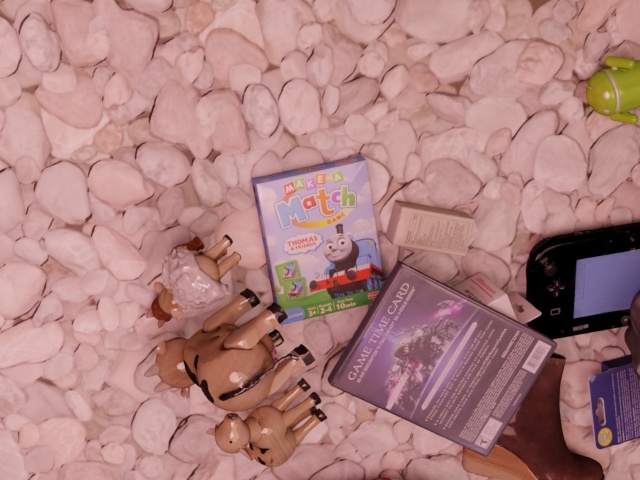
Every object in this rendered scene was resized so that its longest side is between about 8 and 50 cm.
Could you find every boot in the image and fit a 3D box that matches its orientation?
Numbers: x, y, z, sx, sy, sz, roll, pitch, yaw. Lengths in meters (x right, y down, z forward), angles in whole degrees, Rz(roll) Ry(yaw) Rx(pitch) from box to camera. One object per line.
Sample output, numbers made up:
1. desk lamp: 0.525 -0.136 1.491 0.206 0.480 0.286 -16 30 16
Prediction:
1. boot: 0.347 0.276 1.847 0.248 0.090 0.207 12 105 -14

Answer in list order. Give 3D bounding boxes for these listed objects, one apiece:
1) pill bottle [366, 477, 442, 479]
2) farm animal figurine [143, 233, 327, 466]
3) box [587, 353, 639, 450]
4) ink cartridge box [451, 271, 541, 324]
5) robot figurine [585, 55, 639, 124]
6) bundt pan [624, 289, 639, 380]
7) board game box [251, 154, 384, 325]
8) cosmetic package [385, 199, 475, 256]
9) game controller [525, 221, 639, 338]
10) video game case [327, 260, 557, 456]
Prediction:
1. pill bottle: 0.056 0.435 1.780 0.283 0.161 0.161 -5 107 -14
2. farm animal figurine: -0.125 0.167 1.574 0.172 0.327 0.330 -38 94 -15
3. box: 0.523 0.239 1.913 0.225 0.036 0.136 -14 109 -12
4. ink cartridge box: 0.214 0.108 1.755 0.181 0.104 0.062 -27 112 -6
5. robot figurine: 0.432 -0.218 1.735 0.115 0.067 0.101 -17 122 -9
6. bundt pan: 0.597 0.121 1.798 0.330 0.124 0.331 -6 118 -12
7. board game box: 0.000 0.000 1.700 0.160 0.039 0.212 -13 108 -10
8. cosmetic package: 0.157 -0.017 1.736 0.115 0.041 0.060 11 104 -18
9. game controller: 0.457 0.054 1.825 0.319 0.067 0.166 -9 108 -12
10. video game case: 0.173 0.170 1.692 0.274 0.026 0.196 27 100 -20
